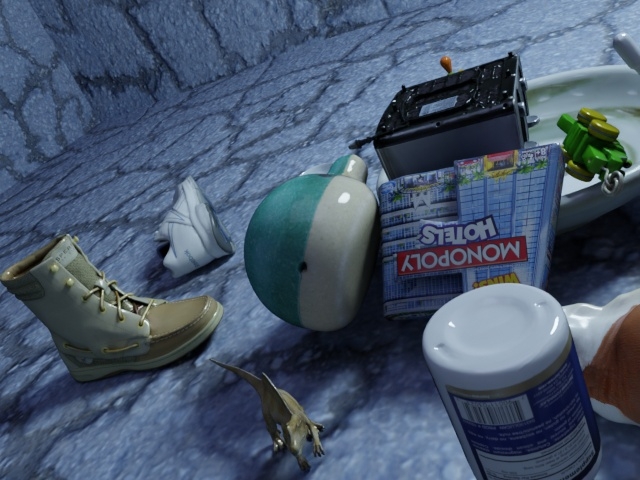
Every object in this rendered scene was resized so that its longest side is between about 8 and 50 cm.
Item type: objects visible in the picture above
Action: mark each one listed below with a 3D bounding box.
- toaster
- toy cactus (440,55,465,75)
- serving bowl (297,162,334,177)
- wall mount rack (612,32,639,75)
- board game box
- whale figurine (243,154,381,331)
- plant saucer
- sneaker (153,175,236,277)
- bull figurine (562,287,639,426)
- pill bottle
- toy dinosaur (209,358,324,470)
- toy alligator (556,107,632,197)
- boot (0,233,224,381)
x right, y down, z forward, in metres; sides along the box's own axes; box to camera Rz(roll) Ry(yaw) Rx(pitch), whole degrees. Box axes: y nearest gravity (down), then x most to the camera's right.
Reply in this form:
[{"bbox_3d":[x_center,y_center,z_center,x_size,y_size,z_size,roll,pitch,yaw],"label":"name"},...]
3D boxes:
[{"bbox_3d":[0.153,-0.123,0.741,0.186,0.110,0.168,-12,28,25],"label":"toaster"},{"bbox_3d":[0.209,-0.245,1.192,0.180,0.112,0.219,-30,32,14],"label":"toy cactus"},{"bbox_3d":[-0.004,-0.113,1.196,0.083,0.027,0.083,-21,25,10],"label":"serving bowl"},{"bbox_3d":[0.471,-0.161,0.654,0.304,0.130,0.350,24,49,26],"label":"wall mount rack"},{"bbox_3d":[0.147,0.020,0.626,0.194,0.060,0.194,-9,71,24],"label":"board game box"},{"bbox_3d":[0.000,0.000,0.769,0.141,0.216,0.272,12,14,13],"label":"whale figurine"},{"bbox_3d":[0.274,-0.097,0.827,0.400,0.100,0.400,-20,25,10],"label":"plant saucer"},{"bbox_3d":[-0.250,-0.029,1.175,0.129,0.111,0.297,-33,25,-4],"label":"sneaker"},{"bbox_3d":[0.286,0.081,0.436,0.310,0.101,0.188,34,99,53],"label":"bull figurine"},{"bbox_3d":[0.139,0.122,0.445,0.094,0.169,0.094,-20,26,10],"label":"pill bottle"},{"bbox_3d":[-0.040,0.161,0.621,0.053,0.092,0.183,-34,27,-19],"label":"toy dinosaur"},{"bbox_3d":[0.277,-0.081,0.625,0.051,0.056,0.189,17,29,-6],"label":"toy alligator"},{"bbox_3d":[-0.284,0.078,0.873,0.262,0.203,0.095,-17,27,20],"label":"boot"}]
